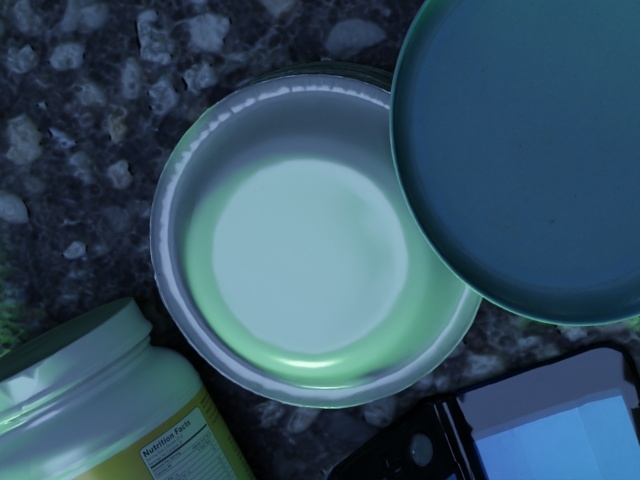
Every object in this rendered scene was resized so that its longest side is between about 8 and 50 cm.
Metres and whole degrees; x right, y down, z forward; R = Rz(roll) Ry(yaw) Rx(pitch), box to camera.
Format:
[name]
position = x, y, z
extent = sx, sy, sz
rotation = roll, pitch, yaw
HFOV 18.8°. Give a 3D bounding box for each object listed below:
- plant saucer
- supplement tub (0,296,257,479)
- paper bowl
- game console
[plant saucer]
position = 0.199, -0.092, 1.530
extent = 0.318, 0.044, 0.317
rotation = 0, 90, -16
[supplement tub]
position = -0.168, 0.229, 1.631
extent = 0.228, 0.228, 0.316
rotation = -26, 97, 14
[paper bowl]
position = 0.000, 0.000, 1.593
extent = 0.284, 0.148, 0.284
rotation = 2, 102, 9
[game console]
position = 0.175, 0.269, 1.617
extent = 0.173, 0.250, 0.293
rotation = -14, 101, 40
